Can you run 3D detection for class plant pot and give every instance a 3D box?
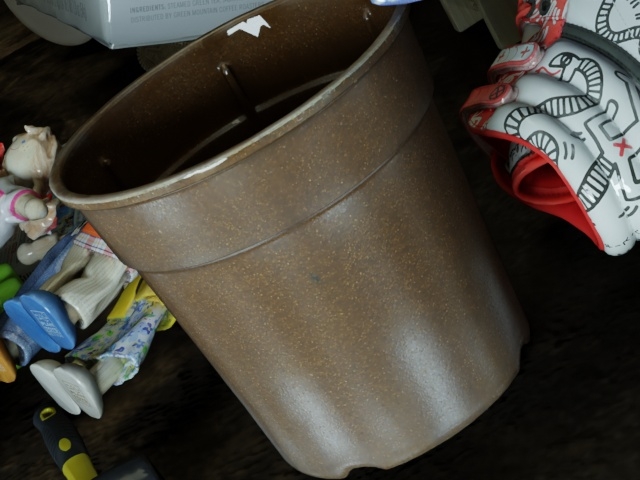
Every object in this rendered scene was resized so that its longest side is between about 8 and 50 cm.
[{"bbox_3d":[0.000,0.000,0.720,0.167,0.165,0.167,-26,22,12],"label":"plant pot"}]

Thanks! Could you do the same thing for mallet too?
[{"bbox_3d":[-0.122,0.115,0.808,0.062,0.039,0.190,-34,18,-17],"label":"mallet"}]

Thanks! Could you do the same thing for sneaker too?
[{"bbox_3d":[0.114,-0.111,0.802,0.145,0.090,0.270,-34,53,2],"label":"sneaker"},{"bbox_3d":[-0.072,-0.131,1.241,0.118,0.042,0.067,25,27,38],"label":"sneaker"}]

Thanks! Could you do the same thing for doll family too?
[{"bbox_3d":[-0.112,0.010,0.898,0.263,0.118,0.163,3,45,52],"label":"doll family"}]

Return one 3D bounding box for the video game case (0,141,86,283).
[{"bbox_3d":[-0.171,-0.028,1.175,0.193,0.023,0.212,-28,22,5],"label":"video game case"}]

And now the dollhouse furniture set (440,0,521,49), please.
[{"bbox_3d":[0.139,-0.199,1.011,0.129,0.129,0.184,-33,23,-7],"label":"dollhouse furniture set"}]

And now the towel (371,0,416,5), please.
[{"bbox_3d":[0.148,-0.224,0.728,0.243,0.040,0.336,-23,25,25],"label":"towel"}]

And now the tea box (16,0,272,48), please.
[{"bbox_3d":[-0.116,-0.332,1.284,0.220,0.323,0.329,-9,15,-20],"label":"tea box"}]

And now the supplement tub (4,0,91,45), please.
[{"bbox_3d":[-0.197,-0.285,1.584,0.144,0.144,0.199,-8,32,43],"label":"supplement tub"}]

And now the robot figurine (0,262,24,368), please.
[{"bbox_3d":[-0.216,0.063,0.982,0.115,0.067,0.101,-34,29,-7],"label":"robot figurine"}]
